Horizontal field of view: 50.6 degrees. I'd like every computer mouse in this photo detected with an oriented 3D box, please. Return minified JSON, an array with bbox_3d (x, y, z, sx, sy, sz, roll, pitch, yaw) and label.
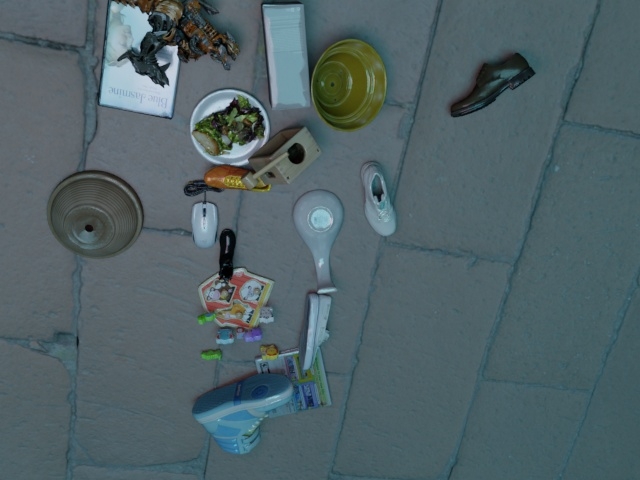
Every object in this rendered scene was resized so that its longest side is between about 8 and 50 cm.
[{"bbox_3d":[-0.301,-0.063,1.772,0.106,0.042,0.192,-1,113,-8],"label":"computer mouse"}]

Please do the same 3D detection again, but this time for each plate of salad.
[{"bbox_3d":[-0.226,-0.276,1.690,0.200,0.048,0.199,-2,112,-6],"label":"plate of salad"}]

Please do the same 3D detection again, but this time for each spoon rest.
[{"bbox_3d":[0.000,0.000,1.829,0.137,0.084,0.276,-6,100,-6],"label":"spoon rest"}]

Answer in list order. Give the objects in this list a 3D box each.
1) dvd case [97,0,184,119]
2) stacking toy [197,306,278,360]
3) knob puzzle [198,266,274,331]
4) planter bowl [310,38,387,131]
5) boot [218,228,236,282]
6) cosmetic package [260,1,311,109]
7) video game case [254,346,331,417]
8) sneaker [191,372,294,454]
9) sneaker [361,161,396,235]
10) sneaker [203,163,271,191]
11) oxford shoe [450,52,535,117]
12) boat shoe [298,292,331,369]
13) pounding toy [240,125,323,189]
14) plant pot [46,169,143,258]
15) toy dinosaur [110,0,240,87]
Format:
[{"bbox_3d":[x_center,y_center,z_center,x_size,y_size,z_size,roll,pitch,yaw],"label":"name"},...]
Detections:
[{"bbox_3d":[-0.427,-0.428,1.614,0.181,0.022,0.252,9,111,-11],"label":"dvd case"},{"bbox_3d":[-0.230,0.270,1.895,0.221,0.052,0.166,-4,126,-5],"label":"stacking toy"},{"bbox_3d":[-0.245,0.162,1.880,0.213,0.030,0.213,-3,113,-6],"label":"knob puzzle"},{"bbox_3d":[0.049,-0.377,1.644,0.217,0.090,0.217,-10,109,-29],"label":"planter bowl"},{"bbox_3d":[-0.248,0.042,1.791,0.045,0.099,0.121,6,112,-11],"label":"boot"},{"bbox_3d":[-0.082,-0.437,1.600,0.107,0.127,0.237,-3,111,-6],"label":"cosmetic package"},{"bbox_3d":[-0.079,0.418,2.012,0.194,0.023,0.212,-12,113,-2],"label":"video game case"},{"bbox_3d":[-0.191,0.513,1.972,0.319,0.127,0.208,-18,115,19],"label":"sneaker"},{"bbox_3d":[0.155,-0.097,1.788,0.080,0.094,0.212,-19,114,-1],"label":"sneaker"},{"bbox_3d":[-0.207,-0.157,1.713,0.175,0.067,0.064,0,106,-23],"label":"sneaker"},{"bbox_3d":[0.419,-0.394,1.718,0.227,0.083,0.096,-33,90,9],"label":"oxford shoe"},{"bbox_3d":[-0.009,0.261,1.916,0.076,0.083,0.226,4,105,-17],"label":"boat shoe"},{"bbox_3d":[-0.097,-0.176,1.633,0.206,0.181,0.094,-45,115,-21],"label":"pounding toy"},{"bbox_3d":[-0.574,-0.049,1.707,0.238,0.109,0.237,-2,113,-5],"label":"plant pot"},{"bbox_3d":[-0.351,-0.471,1.541,0.322,0.164,0.218,28,92,2],"label":"toy dinosaur"}]
